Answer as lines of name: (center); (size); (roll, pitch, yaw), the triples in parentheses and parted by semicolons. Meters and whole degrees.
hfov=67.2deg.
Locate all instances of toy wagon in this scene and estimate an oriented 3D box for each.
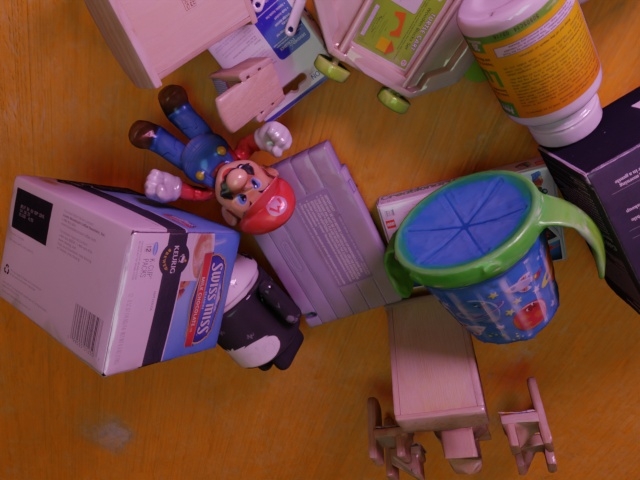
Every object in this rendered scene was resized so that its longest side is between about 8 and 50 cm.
toy wagon: (0.160, -0.325, 0.719); (0.345, 0.068, 0.267); (20, 122, -24)

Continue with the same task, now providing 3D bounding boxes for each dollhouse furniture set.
dollhouse furniture set: (0.276, 0.327, 1.041); (0.362, 0.256, 0.394); (-13, 136, 18)
dollhouse furniture set: (-0.264, -0.291, 0.708); (0.304, 0.198, 0.286); (15, 140, 37)

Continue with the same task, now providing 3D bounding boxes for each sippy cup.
sippy cup: (0.273, 0.043, 0.789); (0.240, 0.305, 0.224); (-41, 119, -9)

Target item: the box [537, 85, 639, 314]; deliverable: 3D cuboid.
box: (0.572, -0.086, 0.714); (0.343, 0.179, 0.312); (-31, 108, 14)

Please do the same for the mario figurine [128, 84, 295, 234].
mario figurine: (-0.177, -0.136, 0.811); (0.321, 0.170, 0.198); (38, 124, 11)

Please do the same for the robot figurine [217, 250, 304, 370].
robot figurine: (-0.152, 0.148, 1.003); (0.209, 0.173, 0.278); (-35, 113, 5)

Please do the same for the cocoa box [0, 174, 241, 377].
cocoa box: (-0.355, 0.041, 0.848); (0.347, 0.228, 0.231); (20, 100, 31)

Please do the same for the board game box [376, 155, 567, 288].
board game box: (0.279, -0.024, 0.898); (0.306, 0.053, 0.192); (-13, 114, 17)

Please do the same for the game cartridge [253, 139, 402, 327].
game cartridge: (0.000, 0.000, 0.962); (0.230, 0.068, 0.355); (-22, 112, 16)

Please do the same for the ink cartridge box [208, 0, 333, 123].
ink cartridge box: (-0.124, -0.370, 0.777); (0.165, 0.065, 0.332); (-30, 108, 23)

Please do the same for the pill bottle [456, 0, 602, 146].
pill bottle: (0.305, -0.249, 0.674); (0.136, 0.136, 0.246); (-30, 128, 23)

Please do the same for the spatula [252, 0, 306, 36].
spatula: (-0.061, -0.444, 0.702); (0.168, 0.019, 0.241); (20, 102, -15)

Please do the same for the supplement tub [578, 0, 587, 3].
supplement tub: (0.399, -0.406, 0.591); (0.200, 0.144, 0.144); (-22, 114, 43)
